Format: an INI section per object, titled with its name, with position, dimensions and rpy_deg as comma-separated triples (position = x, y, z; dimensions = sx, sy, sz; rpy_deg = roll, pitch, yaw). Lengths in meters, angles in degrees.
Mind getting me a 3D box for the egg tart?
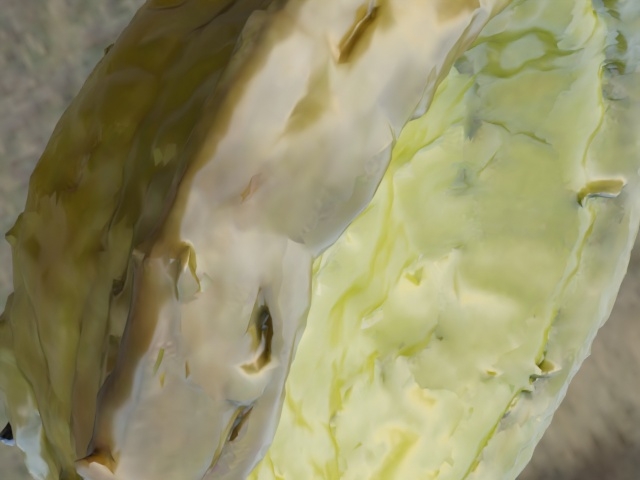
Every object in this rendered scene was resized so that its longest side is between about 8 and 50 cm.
[egg tart]
position = 0.000, 0.000, 0.639
dimensions = 0.345, 0.132, 0.345
rpy_deg = -49, 155, -32
